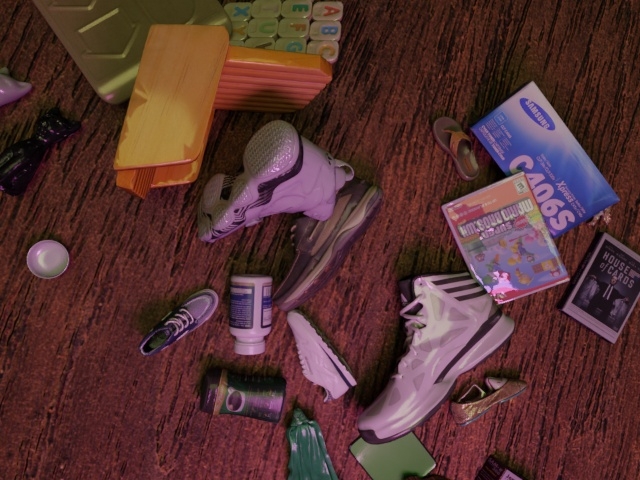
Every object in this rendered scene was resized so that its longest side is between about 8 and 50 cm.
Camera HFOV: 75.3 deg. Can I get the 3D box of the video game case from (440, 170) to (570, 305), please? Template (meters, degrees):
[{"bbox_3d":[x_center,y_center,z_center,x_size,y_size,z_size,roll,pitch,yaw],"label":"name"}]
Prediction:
[{"bbox_3d":[0.446,0.003,1.010,0.204,0.025,0.285,-24,94,16],"label":"video game case"}]

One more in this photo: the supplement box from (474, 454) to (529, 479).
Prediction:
[{"bbox_3d":[0.420,0.674,1.015,0.130,0.073,0.239,35,84,-6],"label":"supplement box"}]

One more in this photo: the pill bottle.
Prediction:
[{"bbox_3d":[-0.156,0.162,0.927,0.094,0.094,0.169,2,89,-8],"label":"pill bottle"}]

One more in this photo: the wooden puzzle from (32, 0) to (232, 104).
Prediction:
[{"bbox_3d":[-0.414,-0.508,0.899,0.322,0.080,0.347,-35,92,-7],"label":"wooden puzzle"}]

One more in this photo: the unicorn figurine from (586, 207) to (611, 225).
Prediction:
[{"bbox_3d":[0.686,-0.108,1.072,0.162,0.060,0.111,23,86,-23],"label":"unicorn figurine"}]

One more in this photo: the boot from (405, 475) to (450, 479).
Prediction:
[{"bbox_3d":[0.267,0.625,1.009,0.158,0.059,0.084,11,106,-12],"label":"boot"}]

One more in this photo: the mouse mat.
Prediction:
[{"bbox_3d":[0.178,0.528,1.015,0.153,0.007,0.189,-37,94,-6],"label":"mouse mat"}]

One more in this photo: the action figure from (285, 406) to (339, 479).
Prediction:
[{"bbox_3d":[-0.029,0.497,0.958,0.137,0.063,0.232,-12,95,-6],"label":"action figure"}]

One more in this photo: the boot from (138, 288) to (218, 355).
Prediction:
[{"bbox_3d":[-0.306,0.181,0.909,0.190,0.086,0.069,-42,95,-6],"label":"boot"}]

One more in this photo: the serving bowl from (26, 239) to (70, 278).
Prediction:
[{"bbox_3d":[-0.586,0.040,0.901,0.084,0.027,0.083,0,90,-8],"label":"serving bowl"}]

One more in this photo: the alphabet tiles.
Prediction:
[{"bbox_3d":[-0.094,-0.469,0.923,0.278,0.021,0.283,4,70,6],"label":"alphabet tiles"}]

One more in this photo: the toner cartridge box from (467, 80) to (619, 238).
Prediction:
[{"bbox_3d":[0.533,-0.191,1.004,0.165,0.075,0.347,-38,95,21],"label":"toner cartridge box"}]

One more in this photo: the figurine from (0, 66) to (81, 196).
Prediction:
[{"bbox_3d":[-0.658,-0.238,0.872,0.215,0.092,0.209,40,77,-5],"label":"figurine"}]

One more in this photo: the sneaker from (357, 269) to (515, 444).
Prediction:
[{"bbox_3d":[0.210,0.234,0.966,0.448,0.169,0.257,-37,86,-14],"label":"sneaker"}]

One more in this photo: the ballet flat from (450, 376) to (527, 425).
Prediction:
[{"bbox_3d":[0.410,0.377,1.021,0.206,0.073,0.067,-25,79,-11],"label":"ballet flat"}]

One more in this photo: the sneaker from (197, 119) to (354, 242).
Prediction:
[{"bbox_3d":[-0.103,-0.085,0.869,0.210,0.366,0.137,15,54,-38],"label":"sneaker"}]

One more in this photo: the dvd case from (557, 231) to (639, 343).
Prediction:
[{"bbox_3d":[0.750,0.124,1.088,0.179,0.029,0.238,32,86,-7],"label":"dvd case"}]

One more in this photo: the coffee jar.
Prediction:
[{"bbox_3d":[-0.173,0.346,0.930,0.185,0.079,0.096,12,91,-9],"label":"coffee jar"}]

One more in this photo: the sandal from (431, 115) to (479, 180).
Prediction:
[{"bbox_3d":[0.343,-0.230,1.023,0.072,0.049,0.180,-31,94,-7],"label":"sandal"}]

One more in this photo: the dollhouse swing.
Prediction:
[{"bbox_3d":[-0.181,-0.207,0.808,0.305,0.347,0.314,14,87,-18],"label":"dollhouse swing"}]

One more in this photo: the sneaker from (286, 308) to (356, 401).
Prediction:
[{"bbox_3d":[-0.016,0.264,0.954,0.095,0.090,0.235,-35,93,3],"label":"sneaker"}]

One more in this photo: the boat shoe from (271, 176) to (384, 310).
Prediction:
[{"bbox_3d":[0.000,0.000,0.949,0.130,0.132,0.355,37,82,16],"label":"boat shoe"}]
